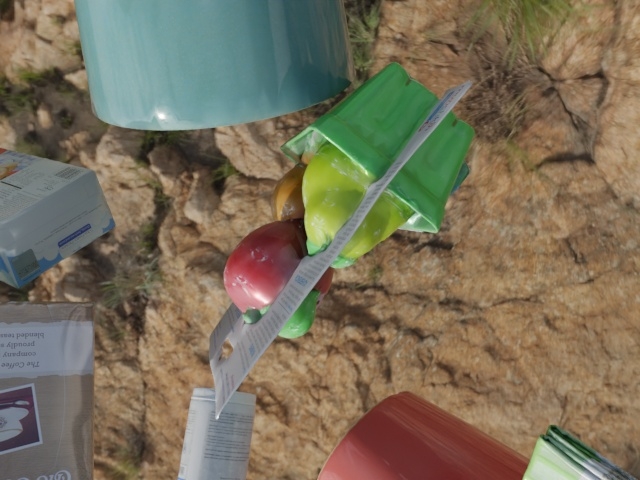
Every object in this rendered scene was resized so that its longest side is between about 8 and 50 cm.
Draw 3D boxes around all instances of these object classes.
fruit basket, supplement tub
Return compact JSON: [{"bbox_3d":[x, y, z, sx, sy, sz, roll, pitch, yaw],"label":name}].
[{"bbox_3d":[0.000,0.000,0.662,0.165,0.327,0.353,32,86,-11],"label":"fruit basket"},{"bbox_3d":[-0.107,0.211,0.648,0.071,0.071,0.107,1,73,21],"label":"supplement tub"}]

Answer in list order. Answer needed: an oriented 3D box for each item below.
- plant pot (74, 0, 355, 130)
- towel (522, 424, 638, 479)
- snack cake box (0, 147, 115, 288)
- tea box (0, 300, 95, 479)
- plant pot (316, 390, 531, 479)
[{"bbox_3d":[-0.119,-0.274,0.642,0.293,0.293,0.235,5,122,20],"label":"plant pot"},{"bbox_3d":[0.194,0.198,0.391,0.152,0.023,0.113,32,136,32],"label":"towel"},{"bbox_3d":[-0.422,-0.043,0.818,0.264,0.152,0.089,15,131,33],"label":"snack cake box"},{"bbox_3d":[-0.444,0.211,0.729,0.323,0.329,0.219,142,126,-60],"label":"tea box"},{"bbox_3d":[0.141,0.339,0.770,0.243,0.275,0.274,37,115,33],"label":"plant pot"}]
